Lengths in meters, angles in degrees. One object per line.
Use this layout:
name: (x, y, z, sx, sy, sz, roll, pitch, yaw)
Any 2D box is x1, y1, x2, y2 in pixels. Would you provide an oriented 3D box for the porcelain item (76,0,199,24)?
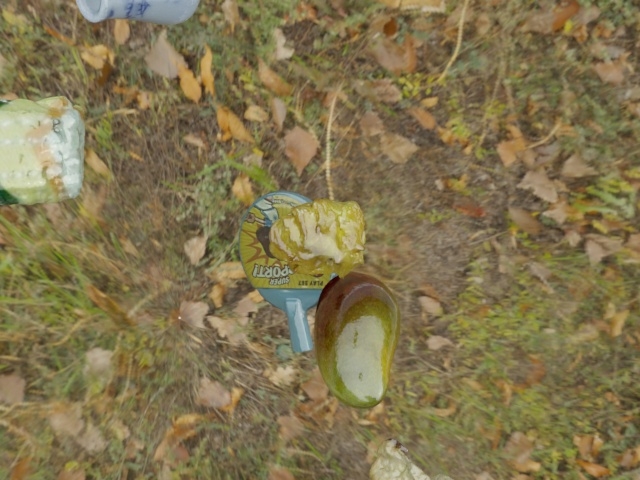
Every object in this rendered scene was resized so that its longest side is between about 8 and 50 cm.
porcelain item: (-0.322, -0.462, 1.487, 0.259, 0.141, 0.141, -29, 90, -45)

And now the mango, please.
mango: (0.056, 0.134, 1.200, 0.133, 0.267, 0.111, -12, 127, 7)

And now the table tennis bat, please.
table tennis bat: (-0.057, 0.063, 1.575, 0.215, 0.044, 0.329, 0, 106, 25)

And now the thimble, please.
thimble: (-0.509, -0.146, 1.278, 0.288, 0.254, 0.167, 2, 100, 11)

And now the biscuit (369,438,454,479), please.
biscuit: (0.131, 0.337, 1.015, 0.061, 0.183, 0.118, -28, 117, -32)

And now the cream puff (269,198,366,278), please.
cream puff: (0.000, 0.000, 0.694, 0.083, 0.058, 0.083, -34, 132, 16)
